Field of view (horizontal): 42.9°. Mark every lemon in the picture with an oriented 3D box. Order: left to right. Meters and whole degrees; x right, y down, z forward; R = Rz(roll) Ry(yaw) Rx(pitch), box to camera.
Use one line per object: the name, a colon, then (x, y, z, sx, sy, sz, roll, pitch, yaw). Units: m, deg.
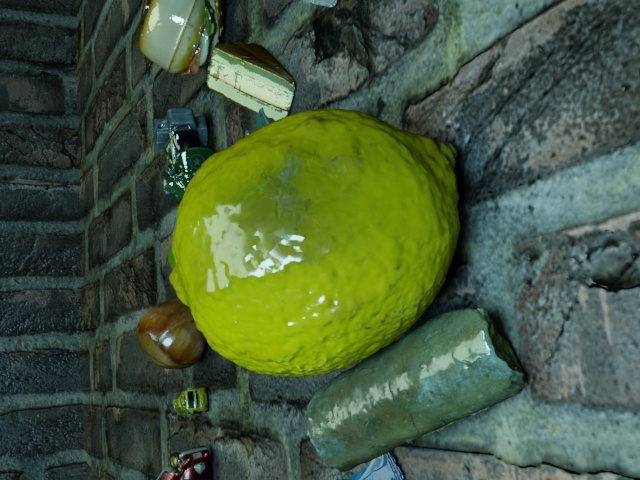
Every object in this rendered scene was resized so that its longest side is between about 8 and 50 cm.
lemon: (0.000, 0.000, 0.826, 0.322, 0.268, 0.268, -27, 54, 12)

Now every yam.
yam: (0.095, 0.149, 0.831, 0.259, 0.106, 0.106, -35, 56, 34)

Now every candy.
candy: (0.059, 0.305, 0.975, 0.136, 0.038, 0.088, -52, 47, 38)

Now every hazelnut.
hazelnut: (-0.279, 0.179, 1.592, 0.150, 0.150, 0.150, -179, 90, -64)

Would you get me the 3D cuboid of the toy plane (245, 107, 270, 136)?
toy plane: (-0.022, -0.065, 1.089, 0.155, 0.107, 0.381, 98, 151, -42)

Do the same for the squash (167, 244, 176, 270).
squash: (-0.250, 0.062, 1.592, 0.201, 0.066, 0.066, 51, 134, 49)

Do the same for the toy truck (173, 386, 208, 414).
toy truck: (-0.253, 0.316, 1.599, 0.083, 0.054, 0.049, -33, 60, 59)

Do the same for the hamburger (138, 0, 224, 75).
hamburger: (-0.261, -0.421, 1.535, 0.237, 0.148, 0.236, -167, 90, -69)

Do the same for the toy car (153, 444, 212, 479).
toy car: (-0.244, 0.467, 1.538, 0.112, 0.112, 0.139, 49, 125, 34)

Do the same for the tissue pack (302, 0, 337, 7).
tissue pack: (-0.001, -0.372, 1.089, 0.074, 0.059, 0.094, 123, 140, -51)

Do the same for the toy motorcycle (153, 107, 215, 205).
toy motorcycle: (-0.249, -0.145, 1.533, 0.187, 0.125, 0.274, 107, 151, -49)

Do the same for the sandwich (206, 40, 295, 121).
sandwich: (-0.083, -0.256, 1.307, 0.163, 0.113, 0.079, 28, 119, 23)
